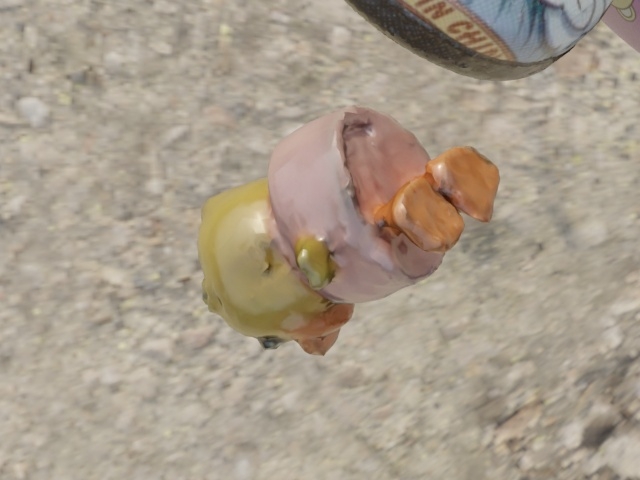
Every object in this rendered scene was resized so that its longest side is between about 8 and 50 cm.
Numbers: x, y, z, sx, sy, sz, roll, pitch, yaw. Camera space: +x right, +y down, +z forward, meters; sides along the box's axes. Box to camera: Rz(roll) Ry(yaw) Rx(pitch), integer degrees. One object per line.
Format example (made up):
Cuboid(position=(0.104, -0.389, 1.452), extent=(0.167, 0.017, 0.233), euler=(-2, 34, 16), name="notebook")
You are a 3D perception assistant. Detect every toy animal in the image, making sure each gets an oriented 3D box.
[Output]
Cuboid(position=(-0.004, -0.002, 1.446), extent=(0.281, 0.195, 0.169), euler=(-38, 88, 39), name="toy animal")

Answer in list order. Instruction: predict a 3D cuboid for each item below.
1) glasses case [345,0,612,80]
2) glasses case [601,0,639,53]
Cuboid(position=(0.083, -0.190, 0.638), extent=(0.122, 0.321, 0.082), euler=(34, 143, -11), name="glasses case")
Cuboid(position=(0.259, -0.264, 1.559), extent=(0.075, 0.123, 0.316), euler=(-31, 55, -10), name="glasses case")
